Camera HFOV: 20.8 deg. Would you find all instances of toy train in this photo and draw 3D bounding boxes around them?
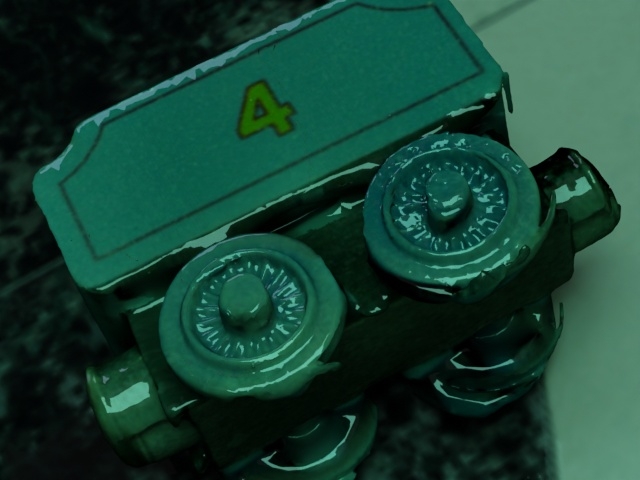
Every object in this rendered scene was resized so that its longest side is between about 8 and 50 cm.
[{"bbox_3d":[0.000,0.000,0.626,0.198,0.107,0.154,-27,54,-7],"label":"toy train"}]
